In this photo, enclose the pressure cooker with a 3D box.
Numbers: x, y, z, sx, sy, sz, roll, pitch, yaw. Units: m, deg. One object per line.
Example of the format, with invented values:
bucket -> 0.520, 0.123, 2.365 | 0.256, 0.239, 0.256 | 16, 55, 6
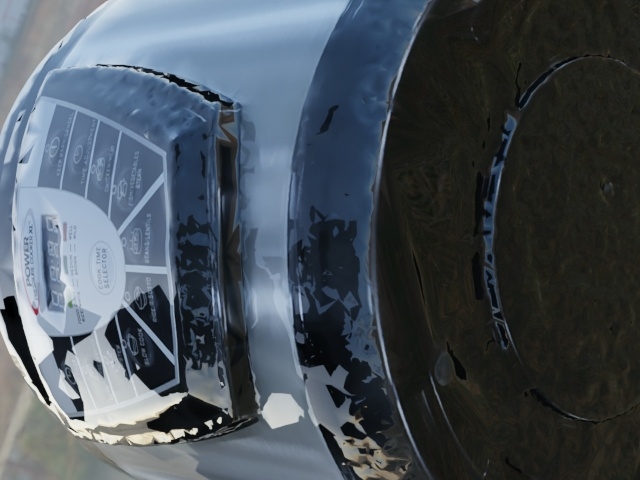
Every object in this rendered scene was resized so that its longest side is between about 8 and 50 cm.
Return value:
pressure cooker -> 0.004, 0.002, 0.737 | 0.420, 0.375, 0.370 | 2, 48, 47
